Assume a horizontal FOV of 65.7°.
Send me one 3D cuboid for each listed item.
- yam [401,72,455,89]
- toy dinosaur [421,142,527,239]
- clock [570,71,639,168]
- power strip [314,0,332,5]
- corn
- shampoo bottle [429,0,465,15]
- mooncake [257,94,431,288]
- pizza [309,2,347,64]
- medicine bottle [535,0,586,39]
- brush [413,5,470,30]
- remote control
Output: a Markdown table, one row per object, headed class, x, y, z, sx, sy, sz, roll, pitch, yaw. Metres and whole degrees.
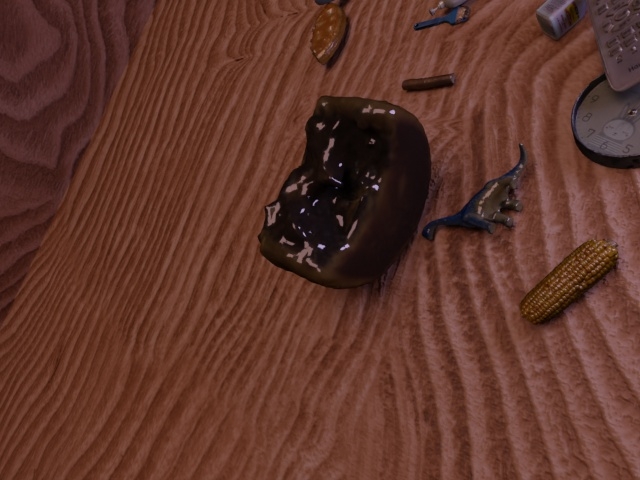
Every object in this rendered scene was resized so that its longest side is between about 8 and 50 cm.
| class | x | y | z | sx | sy | sz | roll | pitch | yaw |
| --- | --- | --- | --- | --- | --- | --- | --- | --- | --- |
| yam | 0.278 | -0.409 | 1.281 | 0.145 | 0.032 | 0.032 | 6 | 74 | 42 |
| toy dinosaur | 0.335 | -0.096 | 1.066 | 0.188 | 0.075 | 0.248 | 25 | 93 | 51 |
| clock | 0.589 | -0.241 | 0.935 | 0.214 | 0.042 | 0.215 | -18 | 59 | 33 |
| power strip | 0.055 | -0.870 | 1.651 | 0.137 | 0.044 | 0.216 | -7 | 51 | 26 |
| corn | 0.445 | 0.073 | 0.890 | 0.207 | 0.068 | 0.068 | -45 | 48 | 13 |
| shampoo bottle | 0.356 | -0.647 | 1.308 | 0.151 | 0.045 | 0.077 | -29 | 38 | 21 |
| mooncake | 0.044 | -0.096 | 1.079 | 0.394 | 0.394 | 0.246 | -37 | 40 | -25 |
| pizza | 0.030 | -0.664 | 1.586 | 0.127 | 0.058 | 0.247 | -15 | 57 | 26 |
| medicine bottle | 0.539 | -0.511 | 1.081 | 0.118 | 0.074 | 0.055 | -42 | 48 | 14 |
| brush | 0.325 | -0.597 | 1.343 | 0.164 | 0.014 | 0.051 | 2 | 70 | 41 |
| remote control | 0.588 | -0.435 | 0.952 | 0.109 | 0.054 | 0.314 | -32 | 52 | 53 |
